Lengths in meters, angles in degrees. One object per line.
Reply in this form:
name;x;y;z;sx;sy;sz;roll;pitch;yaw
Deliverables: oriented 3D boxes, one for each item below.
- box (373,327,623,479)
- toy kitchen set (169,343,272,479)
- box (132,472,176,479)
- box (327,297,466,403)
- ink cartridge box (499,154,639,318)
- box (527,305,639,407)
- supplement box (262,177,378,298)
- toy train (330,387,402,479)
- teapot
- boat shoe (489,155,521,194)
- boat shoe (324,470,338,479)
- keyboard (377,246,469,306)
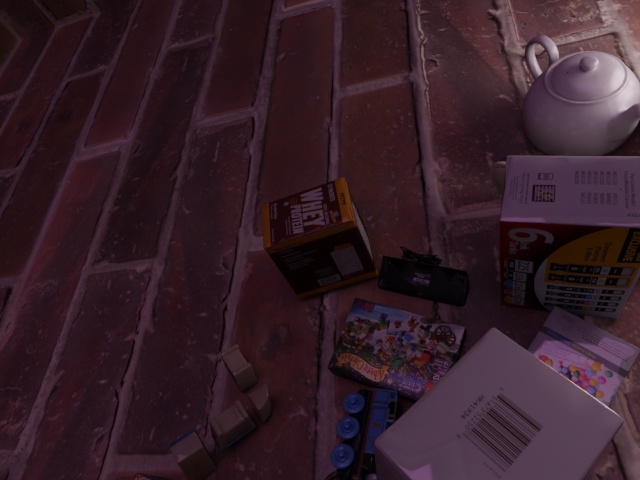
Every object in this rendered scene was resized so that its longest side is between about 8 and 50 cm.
box;0.206;0.318;0.615;0.215;0.346;0.168;-35;50;-24
toy kitchen set;-0.215;0.347;0.958;0.207;0.122;0.166;-28;50;-23
box;-0.211;0.577;0.750;0.289;0.177;0.279;8;62;26
box;0.149;0.217;0.916;0.232;0.044;0.159;12;64;28
ink cartridge box;0.442;0.006;0.768;0.271;0.309;0.130;4;61;24
box;0.424;0.226;0.800;0.145;0.038;0.186;31;78;33
supplement box;0.000;0.000;1.012;0.191;0.194;0.129;-18;47;10
toy train;0.084;0.346;0.819;0.105;0.080;0.184;-3;40;21
teapot;0.558;-0.316;1.005;0.255;0.187;0.253;9;63;27
boat shoe;0.502;-0.092;0.933;0.324;0.117;0.097;34;71;30
boat shoe;0.077;0.465;0.771;0.207;0.073;0.073;35;79;36
keyboard;0.221;0.074;0.996;0.191;0.038;0.100;11;87;26
